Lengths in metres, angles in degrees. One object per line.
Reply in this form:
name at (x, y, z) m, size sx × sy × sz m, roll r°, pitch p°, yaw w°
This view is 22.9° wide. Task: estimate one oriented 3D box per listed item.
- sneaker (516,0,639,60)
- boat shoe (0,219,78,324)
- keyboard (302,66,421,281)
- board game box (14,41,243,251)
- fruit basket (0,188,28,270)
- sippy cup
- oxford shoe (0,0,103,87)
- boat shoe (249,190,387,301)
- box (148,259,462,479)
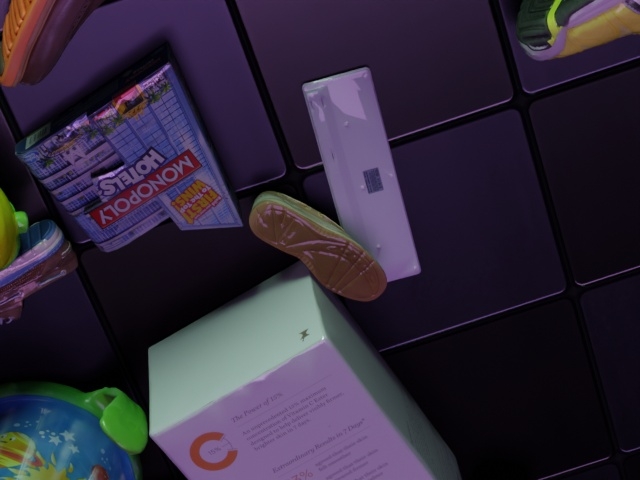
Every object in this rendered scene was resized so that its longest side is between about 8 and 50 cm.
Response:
sneaker at (0.375, -0.260, 1.527) m, size 0.385 × 0.145 × 0.147 m, roll -26°, pitch 119°, yaw 9°
boat shoe at (-0.336, 0.054, 1.653) m, size 0.183 × 0.066 × 0.066 m, roll -30°, pitch 120°, yaw 10°
keyboard at (0.046, -0.061, 1.672) m, size 0.072 × 0.014 × 0.256 m, roll -18°, pitch 120°, yaw -3°
board game box at (-0.176, -0.068, 1.610) m, size 0.194 × 0.060 × 0.194 m, roll -33°, pitch 117°, yaw 11°
fruit basket at (-0.493, -0.014, 1.530) m, size 0.392 × 0.283 × 0.392 m, roll -36°, pitch 141°, yaw -36°
sippy cup at (-0.317, 0.298, 1.680) m, size 0.240 × 0.224 × 0.305 m, roll 9°, pitch 109°, yaw -3°
oxford shoe at (-0.177, -0.276, 1.457) m, size 0.133 × 0.130 × 0.363 m, roll 26°, pitch 113°, yaw -27°
boat shoe at (0.000, 0.000, 1.671) m, size 0.170 × 0.059 × 0.063 m, roll 36°, pitch 111°, yaw -19°
box at (-0.006, 0.228, 1.737) m, size 0.215 × 0.168 × 0.345 m, roll -30°, pitch 119°, yaw 10°
